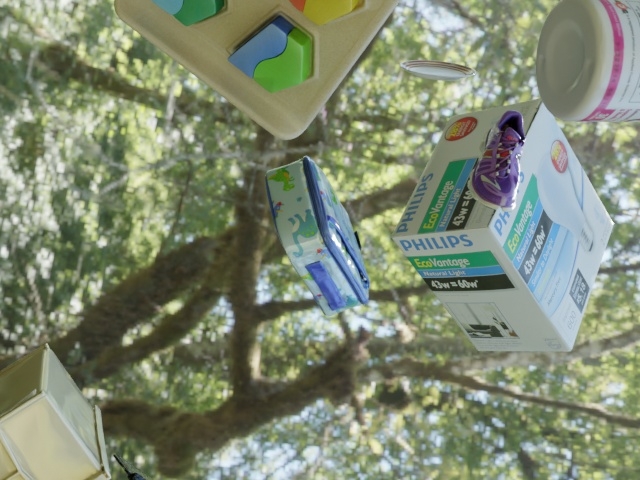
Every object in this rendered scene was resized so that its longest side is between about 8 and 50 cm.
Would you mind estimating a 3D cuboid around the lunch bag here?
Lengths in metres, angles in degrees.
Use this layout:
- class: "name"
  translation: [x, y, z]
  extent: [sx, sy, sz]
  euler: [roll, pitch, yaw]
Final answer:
- class: "lunch bag"
  translation: [0.000, 0.000, 1.290]
  extent: [0.219, 0.090, 0.176]
  euler: [59, 14, -50]

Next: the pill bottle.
- class: "pill bottle"
  translation: [0.442, -0.234, 1.151]
  extent: [0.160, 0.283, 0.160]
  euler: [178, -90, -74]

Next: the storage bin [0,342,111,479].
- class: "storage bin"
  translation: [-0.396, 0.260, 1.029]
  extent: [0.123, 0.260, 0.262]
  euler: [60, -11, -13]

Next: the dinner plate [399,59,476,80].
- class: "dinner plate"
  translation: [0.217, -0.313, 1.636]
  extent: [0.141, 0.141, 0.017]
  euler: [-131, -139, -61]

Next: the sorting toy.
- class: "sorting toy"
  translation: [-0.048, -0.197, 0.671]
  extent: [0.208, 0.193, 0.038]
  euler: [-50, -175, 39]

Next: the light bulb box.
- class: "light bulb box"
  translation: [0.375, -0.024, 1.765]
  extent: [0.225, 0.361, 0.358]
  euler: [-7, -136, 43]

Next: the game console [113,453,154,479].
- class: "game console"
  translation: [-0.233, 0.356, 1.174]
  extent: [0.071, 0.122, 0.107]
  euler: [-15, -138, 35]

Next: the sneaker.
- class: "sneaker"
  translation: [0.241, -0.110, 1.181]
  extent: [0.071, 0.068, 0.169]
  euler: [108, -4, -51]
